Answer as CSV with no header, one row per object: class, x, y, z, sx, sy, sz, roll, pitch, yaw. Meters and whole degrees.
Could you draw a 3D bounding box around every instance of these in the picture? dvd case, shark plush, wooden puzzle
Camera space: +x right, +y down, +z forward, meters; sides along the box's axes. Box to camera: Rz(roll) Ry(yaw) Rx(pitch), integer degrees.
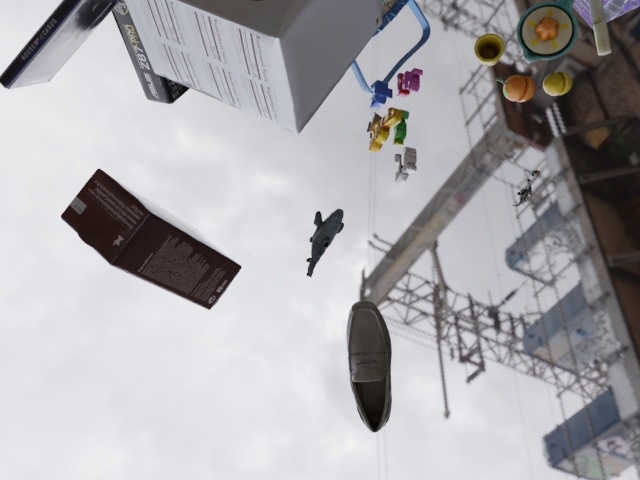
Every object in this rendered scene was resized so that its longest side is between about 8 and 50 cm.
dvd case,-0.484,-0.383,1.350,0.029,0.238,0.179,46,-165,-9
shark plush,0.000,0.000,1.584,0.073,0.161,0.067,38,173,-20
wooden puzzle,0.146,-0.290,1.863,0.116,0.014,0.079,29,-110,-61

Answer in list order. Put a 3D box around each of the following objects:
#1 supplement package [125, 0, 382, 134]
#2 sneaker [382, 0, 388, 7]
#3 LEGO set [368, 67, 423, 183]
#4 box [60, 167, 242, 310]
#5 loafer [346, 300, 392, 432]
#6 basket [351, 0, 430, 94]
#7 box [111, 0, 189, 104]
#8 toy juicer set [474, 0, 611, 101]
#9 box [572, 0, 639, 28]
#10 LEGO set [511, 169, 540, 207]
supplement package,-0.067,-0.262,0.785,0.203,0.149,0.194,26,-114,19
sneaker,0.163,-0.543,1.281,0.134,0.344,0.146,44,-163,32
LEGO set,0.142,-0.232,1.330,0.087,0.093,0.227,9,-108,-22
box,-0.356,0.008,1.570,0.191,0.143,0.381,37,180,28
loafer,0.122,0.304,1.725,0.112,0.320,0.111,-9,-168,7
basket,0.120,-0.513,1.621,0.255,0.201,0.289,-50,-61,-25
box,-0.353,-0.578,1.719,0.097,0.395,0.318,16,-129,30
toy juicer set,0.536,-0.445,1.636,0.209,0.329,0.089,62,-170,10
box,0.772,-0.683,1.904,0.153,0.207,0.108,40,-111,-15
LEGO set,0.382,-0.091,1.322,0.023,0.083,0.054,38,-133,18
